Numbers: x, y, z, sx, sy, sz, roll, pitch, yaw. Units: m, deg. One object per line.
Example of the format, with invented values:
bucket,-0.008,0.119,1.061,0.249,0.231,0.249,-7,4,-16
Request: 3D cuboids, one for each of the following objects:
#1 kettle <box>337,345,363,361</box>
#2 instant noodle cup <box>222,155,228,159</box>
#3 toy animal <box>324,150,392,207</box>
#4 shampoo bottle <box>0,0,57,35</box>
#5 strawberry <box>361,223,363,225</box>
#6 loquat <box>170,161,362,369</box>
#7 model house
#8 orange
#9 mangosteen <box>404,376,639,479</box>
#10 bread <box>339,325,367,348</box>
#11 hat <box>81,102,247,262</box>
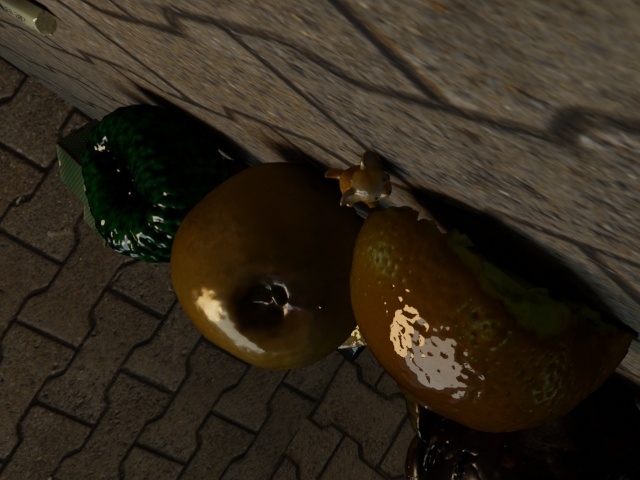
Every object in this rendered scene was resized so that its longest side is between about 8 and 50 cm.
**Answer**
kettle,0.017,0.065,2.025,0.308,0.262,0.203,35,141,10
instant noodle cup,-0.235,-0.097,1.939,0.205,0.153,0.205,32,178,1
toy animal,0.036,-0.060,0.955,0.081,0.060,0.083,30,-176,15
shampoo bottle,-0.443,-0.342,1.395,0.141,0.034,0.049,33,-178,20
strawberry,0.005,-0.001,1.540,0.087,0.167,0.208,-20,-136,-42
loquat,-0.066,0.030,1.297,0.275,0.275,0.275,32,176,2
model house,-0.376,-0.122,1.795,0.206,0.271,0.178,25,-168,-45
orange,0.161,0.088,1.034,0.262,0.196,0.334,45,-164,31
mangosteen,0.326,0.338,1.510,0.381,0.381,0.421,35,-172,-38
bread,-0.027,0.083,1.629,0.135,0.178,0.240,-162,56,-76
hat,-0.221,-0.096,1.656,0.332,0.242,0.274,3,-121,-52
